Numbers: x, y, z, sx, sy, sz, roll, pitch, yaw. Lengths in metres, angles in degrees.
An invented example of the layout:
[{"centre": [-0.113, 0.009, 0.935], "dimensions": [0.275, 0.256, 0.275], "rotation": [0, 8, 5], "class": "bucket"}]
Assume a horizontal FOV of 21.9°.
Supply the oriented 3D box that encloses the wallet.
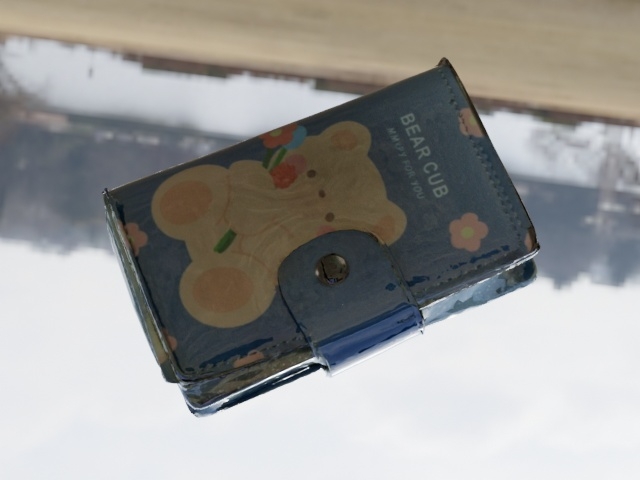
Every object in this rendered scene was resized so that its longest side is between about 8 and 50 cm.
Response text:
[{"centre": [0.000, 0.001, 0.853], "dimensions": [0.202, 0.141, 0.059], "rotation": [-21, 152, -5], "class": "wallet"}]
